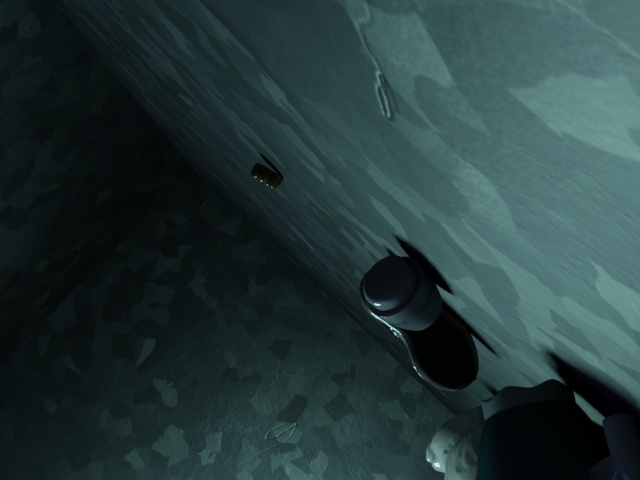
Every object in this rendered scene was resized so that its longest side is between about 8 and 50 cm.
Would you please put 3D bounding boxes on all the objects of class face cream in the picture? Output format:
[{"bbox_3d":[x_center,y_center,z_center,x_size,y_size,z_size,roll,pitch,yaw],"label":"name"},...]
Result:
[{"bbox_3d":[0.111,0.072,1.207,0.095,0.091,0.091,39,179,-36],"label":"face cream"}]

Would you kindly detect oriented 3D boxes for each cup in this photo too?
[{"bbox_3d":[0.256,0.257,1.027,0.300,0.167,0.173,131,137,-52],"label":"cup"}]

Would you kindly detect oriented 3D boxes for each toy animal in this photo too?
[{"bbox_3d":[0.303,0.385,1.602,0.194,0.258,0.357,33,-174,-10],"label":"toy animal"}]

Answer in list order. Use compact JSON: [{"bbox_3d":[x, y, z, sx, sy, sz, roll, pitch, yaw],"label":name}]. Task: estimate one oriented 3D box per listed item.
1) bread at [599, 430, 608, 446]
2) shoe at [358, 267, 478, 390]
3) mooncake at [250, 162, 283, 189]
[{"bbox_3d":[0.364,0.289,1.117,0.103,0.065,0.187,47,171,-10],"label":"bread"},{"bbox_3d":[0.151,0.128,1.374,0.227,0.099,0.112,48,-178,1],"label":"shoe"},{"bbox_3d":[0.010,-0.009,1.611,0.347,0.057,0.150,49,-171,16],"label":"mooncake"}]
